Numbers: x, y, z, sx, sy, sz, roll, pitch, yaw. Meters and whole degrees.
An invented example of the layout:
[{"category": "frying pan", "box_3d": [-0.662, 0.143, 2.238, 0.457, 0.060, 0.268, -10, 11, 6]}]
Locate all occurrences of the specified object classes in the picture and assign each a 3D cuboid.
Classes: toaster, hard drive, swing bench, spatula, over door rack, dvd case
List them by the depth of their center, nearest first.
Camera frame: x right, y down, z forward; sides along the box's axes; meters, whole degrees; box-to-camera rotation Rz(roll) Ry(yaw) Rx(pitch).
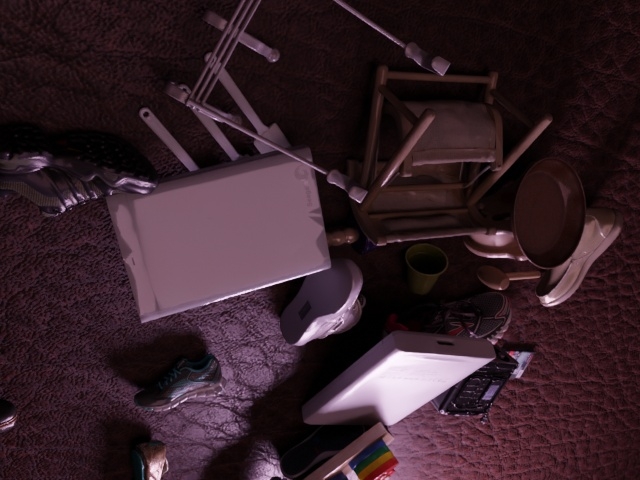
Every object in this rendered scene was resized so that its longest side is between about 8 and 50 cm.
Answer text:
[{"category": "over door rack", "box_3d": [-0.023, -0.231, 1.002, 0.324, 0.108, 0.240, 27, 103, -22]}, {"category": "spatula", "box_3d": [-0.149, -0.147, 1.070, 0.168, 0.019, 0.242, -39, 133, 0]}, {"category": "hard drive", "box_3d": [-0.147, -0.012, 1.091, 0.307, 0.040, 0.203, -16, 111, -13]}, {"category": "swing bench", "box_3d": [0.195, -0.138, 1.191, 0.253, 0.165, 0.255, -4, 131, -30]}, {"category": "hard drive", "box_3d": [0.145, 0.282, 1.419, 0.233, 0.047, 0.353, 9, 143, -28]}, {"category": "toaster", "box_3d": [0.332, 0.312, 1.626, 0.168, 0.110, 0.186, 11, 115, -36]}, {"category": "dvd case", "box_3d": [0.470, 0.304, 1.770, 0.119, 0.013, 0.087, 8, 117, -34]}]

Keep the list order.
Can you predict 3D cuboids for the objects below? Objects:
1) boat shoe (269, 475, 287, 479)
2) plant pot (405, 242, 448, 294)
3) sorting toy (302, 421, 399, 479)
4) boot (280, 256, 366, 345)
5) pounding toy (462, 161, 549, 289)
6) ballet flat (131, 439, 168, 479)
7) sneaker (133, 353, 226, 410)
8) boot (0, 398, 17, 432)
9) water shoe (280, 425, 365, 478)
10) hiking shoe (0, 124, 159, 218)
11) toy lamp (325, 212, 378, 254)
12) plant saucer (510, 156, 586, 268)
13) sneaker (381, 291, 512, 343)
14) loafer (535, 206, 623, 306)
[{"category": "boat shoe", "box_3d": [-0.170, 0.626, 1.544, 0.099, 0.116, 0.320, 28, 109, 4]}, {"category": "plant pot", "box_3d": [0.200, 0.062, 1.397, 0.083, 0.083, 0.079, -17, 141, -21]}, {"category": "sorting toy", "box_3d": [0.063, 0.517, 1.553, 0.257, 0.089, 0.255, -36, 159, -4]}, {"category": "boot", "box_3d": [0.031, 0.102, 1.274, 0.123, 0.095, 0.258, -9, 156, -35]}, {"category": "pounding toy", "box_3d": [0.365, -0.016, 1.401, 0.269, 0.154, 0.155, -44, 136, -23]}, {"category": "ballet flat", "box_3d": [-0.322, 0.461, 1.367, 0.067, 0.073, 0.206, -18, 134, -38]}, {"category": "sneaker", "box_3d": [-0.251, 0.246, 1.271, 0.166, 0.065, 0.076, -14, 111, -27]}, {"category": "boot", "box_3d": [-0.542, 0.218, 1.059, 0.197, 0.077, 0.137, 9, 111, -36]}, {"category": "water shoe", "box_3d": [0.001, 0.451, 1.567, 0.203, 0.073, 0.080, -24, 157, -15]}, {"category": "hiking shoe", "box_3d": [-0.337, -0.084, 0.972, 0.226, 0.086, 0.114, 9, 130, -29]}, {"category": "toy lamp", "box_3d": [0.000, 0.000, 1.225, 0.274, 0.080, 0.080, -12, 127, -25]}, {"category": "plant saucer", "box_3d": [0.400, -0.049, 1.283, 0.198, 0.036, 0.199, -2, 94, -35]}, {"category": "sneaker", "box_3d": [0.267, 0.172, 1.481, 0.299, 0.121, 0.112, -19, 128, -18]}, {"category": "loafer", "box_3d": [0.544, 0.027, 1.567, 0.092, 0.102, 0.269, 26, 117, -6]}]
